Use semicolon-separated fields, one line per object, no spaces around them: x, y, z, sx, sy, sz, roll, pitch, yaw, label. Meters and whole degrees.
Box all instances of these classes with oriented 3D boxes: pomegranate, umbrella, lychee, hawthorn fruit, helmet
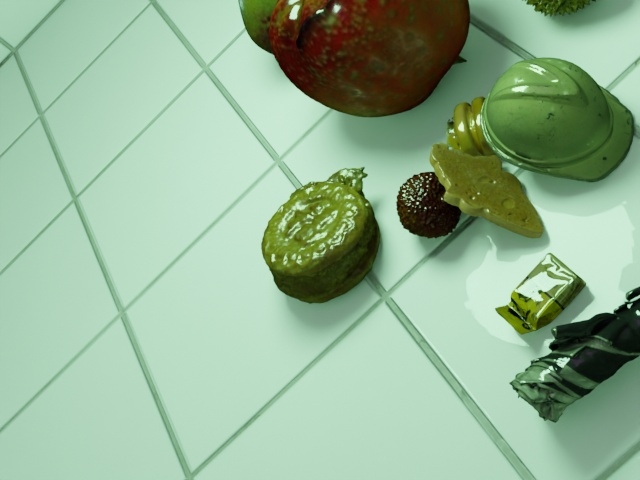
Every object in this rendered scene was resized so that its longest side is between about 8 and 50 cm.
-0.036;-0.577;1.916;0.290;0.291;0.324;-12;48;33;pomegranate
0.428;0.122;1.191;0.357;0.113;0.106;-37;72;6;umbrella
0.191;-0.062;1.493;0.123;0.129;0.123;1;78;-6;lychee
0.120;-0.431;1.630;0.402;0.403;0.403;-20;51;27;hawthorn fruit
0.382;-0.221;1.375;0.257;0.137;0.204;21;73;22;helmet

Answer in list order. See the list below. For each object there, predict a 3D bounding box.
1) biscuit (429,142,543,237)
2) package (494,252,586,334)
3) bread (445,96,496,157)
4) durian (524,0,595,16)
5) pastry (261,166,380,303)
0.282;-0.085;1.441;0.162;0.035;0.250;-28;58;-31;biscuit
0.344;0.088;1.318;0.131;0.047;0.071;-48;46;3;package
0.313;-0.214;1.524;0.177;0.084;0.119;-17;53;24;bread
0.451;-0.516;1.579;0.193;0.137;0.238;-8;59;41;durian
0.000;0.000;1.606;0.240;0.132;0.235;-17;43;21;pastry
